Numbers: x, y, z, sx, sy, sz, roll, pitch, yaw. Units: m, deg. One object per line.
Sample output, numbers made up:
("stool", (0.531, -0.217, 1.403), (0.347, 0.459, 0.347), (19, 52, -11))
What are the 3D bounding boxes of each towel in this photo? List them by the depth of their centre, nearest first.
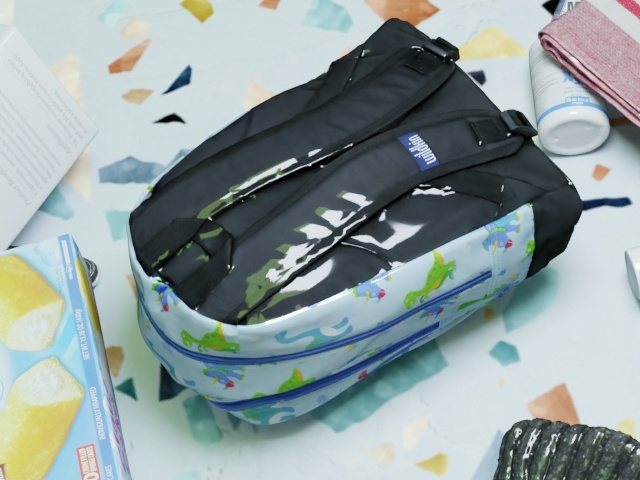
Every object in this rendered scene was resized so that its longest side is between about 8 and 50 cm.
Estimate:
("towel", (0.404, -0.208, 1.687), (0.329, 0.037, 0.237), (-36, 66, -20))

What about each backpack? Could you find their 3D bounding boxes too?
("backpack", (0.000, 0.000, 1.572), (0.355, 0.273, 0.290), (-25, 57, -32))

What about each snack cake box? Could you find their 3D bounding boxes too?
("snack cake box", (-0.266, 0.142, 1.590), (0.152, 0.089, 0.264), (-15, 62, -2))

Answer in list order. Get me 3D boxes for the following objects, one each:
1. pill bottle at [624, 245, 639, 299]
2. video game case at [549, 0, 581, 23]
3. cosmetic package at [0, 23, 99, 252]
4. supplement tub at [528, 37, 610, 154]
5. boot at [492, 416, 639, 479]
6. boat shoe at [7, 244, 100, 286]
("pill bottle", (0.338, 0.017, 1.595), (0.116, 0.065, 0.065), (-15, 57, 0))
("video game case", (0.373, -0.260, 1.775), (0.232, 0.042, 0.210), (16, 62, 18))
("cosmetic package", (-0.349, -0.097, 1.702), (0.151, 0.151, 0.184), (12, 58, 44))
("supplement tub", (0.241, -0.144, 1.708), (0.071, 0.071, 0.107), (-7, 59, 5))
("boot", (0.116, 0.259, 1.438), (0.348, 0.131, 0.260), (16, 69, 6))
("boat shoe", (-0.277, 0.026, 1.705), (0.125, 0.038, 0.046), (6, 60, 13))
